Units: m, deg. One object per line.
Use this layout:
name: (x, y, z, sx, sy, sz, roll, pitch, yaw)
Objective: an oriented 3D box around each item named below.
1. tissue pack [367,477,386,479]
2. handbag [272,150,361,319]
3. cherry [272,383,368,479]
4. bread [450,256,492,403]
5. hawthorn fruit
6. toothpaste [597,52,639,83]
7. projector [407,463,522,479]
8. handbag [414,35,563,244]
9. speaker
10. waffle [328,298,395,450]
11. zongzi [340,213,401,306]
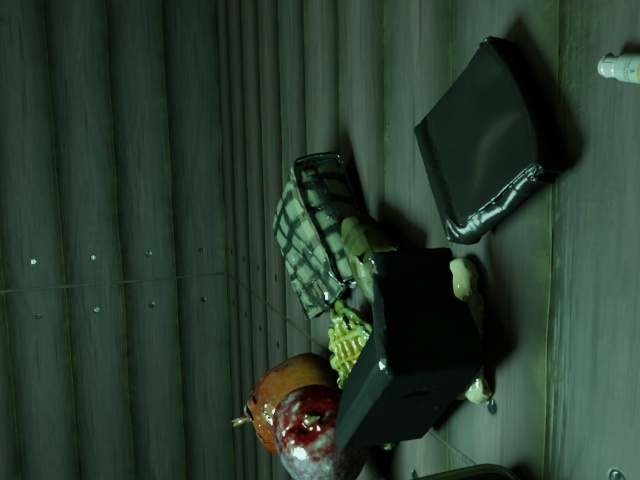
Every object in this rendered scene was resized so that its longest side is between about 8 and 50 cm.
tissue pack: (0.085, 0.659, 1.373, 0.234, 0.125, 0.159, 125, 134, -57)
handbag: (0.000, 0.000, 1.455, 0.325, 0.162, 0.327, 119, 134, -61)
cherry: (0.000, 0.451, 1.311, 0.230, 0.203, 0.300, 37, 148, 39)
bread: (0.229, 0.156, 1.025, 0.182, 0.038, 0.251, 170, 94, -69)
hawthorn fruit: (-0.083, 0.450, 1.548, 0.276, 0.307, 0.276, 167, 90, -78)
toothpaste: (0.371, -0.175, 0.603, 0.190, 0.031, 0.048, -141, 54, -60)
projector: (0.187, 0.510, 0.898, 0.249, 0.248, 0.248, 115, 146, -53)
handbag: (0.248, -0.142, 0.877, 0.223, 0.080, 0.247, 131, 135, -52)
speaker: (0.131, 0.204, 1.010, 0.388, 0.180, 0.184, 106, 156, -49)
waffle: (0.105, 0.295, 1.317, 0.317, 0.073, 0.297, 40, 140, 52)
zongzi: (0.129, 0.074, 1.223, 0.221, 0.112, 0.242, -109, -4, -61)
